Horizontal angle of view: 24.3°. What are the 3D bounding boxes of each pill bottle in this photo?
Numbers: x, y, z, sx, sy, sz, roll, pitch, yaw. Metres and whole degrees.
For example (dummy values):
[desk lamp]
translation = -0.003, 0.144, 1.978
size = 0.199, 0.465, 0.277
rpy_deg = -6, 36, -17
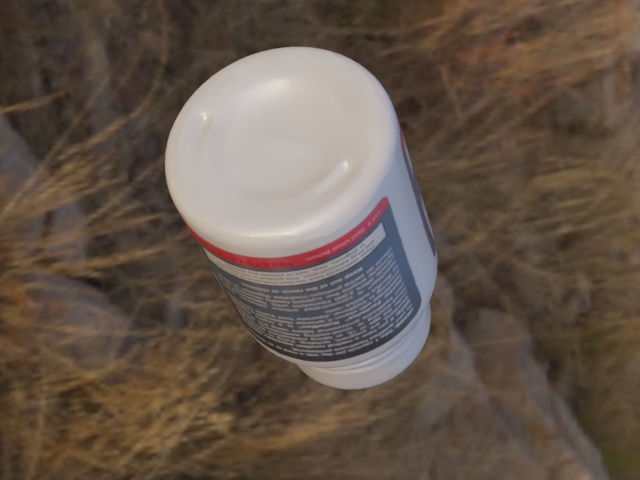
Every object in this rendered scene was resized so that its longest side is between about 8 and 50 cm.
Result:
[pill bottle]
translation = 0.000, 0.000, 0.724
size = 0.180, 0.108, 0.108
rpy_deg = 67, 27, -56
